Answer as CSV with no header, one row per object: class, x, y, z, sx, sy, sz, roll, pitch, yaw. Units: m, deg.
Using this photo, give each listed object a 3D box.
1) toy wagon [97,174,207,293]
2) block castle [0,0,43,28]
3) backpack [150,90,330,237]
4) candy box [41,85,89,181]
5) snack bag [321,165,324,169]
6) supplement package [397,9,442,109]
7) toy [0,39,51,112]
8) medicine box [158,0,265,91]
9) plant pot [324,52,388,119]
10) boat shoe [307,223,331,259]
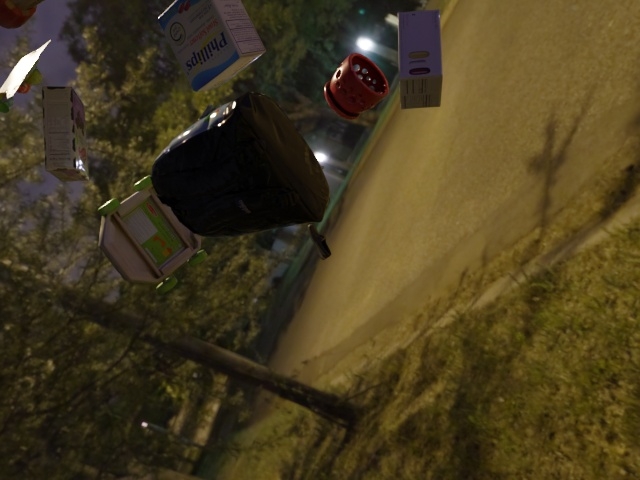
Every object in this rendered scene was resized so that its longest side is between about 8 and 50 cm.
toy wagon,-0.412,-0.039,1.563,0.068,0.267,0.344,-13,25,48
block castle,-0.550,-0.642,1.078,0.212,0.303,0.454,-8,52,33
backpack,-0.187,-0.139,1.234,0.355,0.290,0.273,-24,27,29
candy box,-0.613,-0.251,1.420,0.165,0.070,0.196,166,100,-77
snack bag,-0.205,-0.212,2.116,0.342,0.322,0.037,-22,73,56
supplement package,0.345,-0.625,2.045,0.204,0.145,0.262,62,-153,-71
toy,-0.784,-0.420,1.556,0.136,0.056,0.237,-15,43,29
medicine box,-0.378,-0.711,2.041,0.263,0.289,0.149,-23,6,39
plant pot,0.119,-0.540,2.101,0.174,0.191,0.191,-37,23,36
boat shoe,0.000,0.000,2.334,0.049,0.152,0.056,-27,-1,30
